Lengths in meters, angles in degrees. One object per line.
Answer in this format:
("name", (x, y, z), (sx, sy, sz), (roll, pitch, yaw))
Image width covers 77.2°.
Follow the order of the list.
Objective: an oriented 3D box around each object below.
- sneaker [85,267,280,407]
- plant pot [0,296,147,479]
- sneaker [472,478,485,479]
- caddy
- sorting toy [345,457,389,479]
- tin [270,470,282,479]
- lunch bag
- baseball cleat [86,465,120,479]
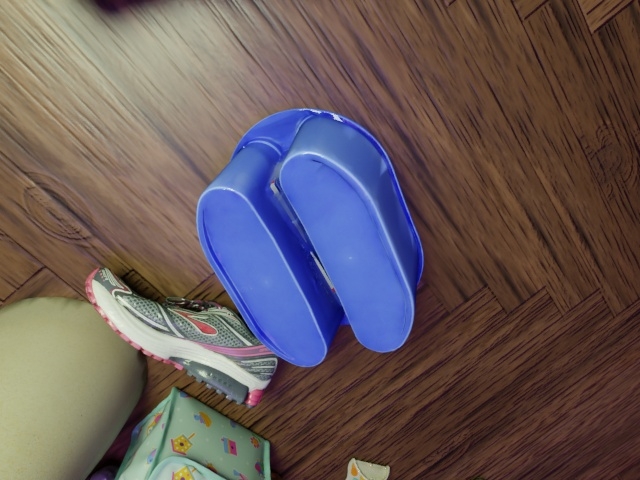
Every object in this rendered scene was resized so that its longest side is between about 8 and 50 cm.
("sneaker", (-0.197, 0.127, 0.592), (0.299, 0.121, 0.112), (36, 70, -18))
("plant pot", (-0.385, 0.245, 0.501), (0.256, 0.274, 0.257), (-3, 109, -9))
("sneaker", (0.358, 0.636, 0.858), (0.078, 0.106, 0.234), (-13, 111, -5))
("caddy", (0.000, 0.000, 0.541), (0.241, 0.179, 0.341), (-17, 113, 20))
("sorting toy", (0.085, 0.475, 0.795), (0.083, 0.045, 0.075), (21, 123, -16))
("tin", (-0.134, 0.519, 0.767), (0.106, 0.040, 0.190), (17, 105, -19))
("lunch bag", (-0.188, 0.387, 0.591), (0.223, 0.262, 0.160), (41, 98, -19))
("baseball cleat", (-0.328, 0.470, 0.708), (0.109, 0.072, 0.206), (-36, 107, 18))
